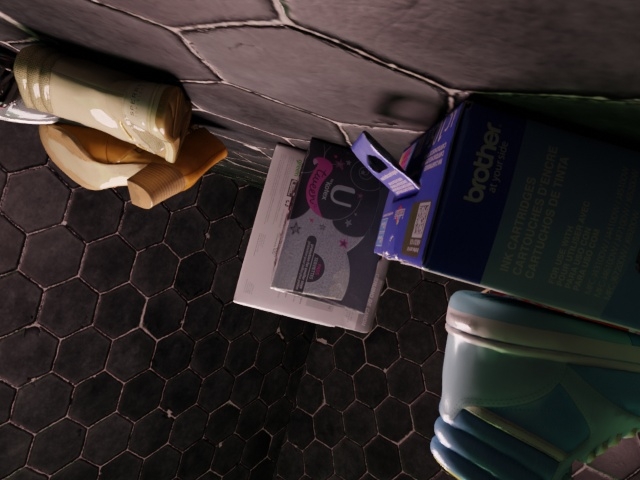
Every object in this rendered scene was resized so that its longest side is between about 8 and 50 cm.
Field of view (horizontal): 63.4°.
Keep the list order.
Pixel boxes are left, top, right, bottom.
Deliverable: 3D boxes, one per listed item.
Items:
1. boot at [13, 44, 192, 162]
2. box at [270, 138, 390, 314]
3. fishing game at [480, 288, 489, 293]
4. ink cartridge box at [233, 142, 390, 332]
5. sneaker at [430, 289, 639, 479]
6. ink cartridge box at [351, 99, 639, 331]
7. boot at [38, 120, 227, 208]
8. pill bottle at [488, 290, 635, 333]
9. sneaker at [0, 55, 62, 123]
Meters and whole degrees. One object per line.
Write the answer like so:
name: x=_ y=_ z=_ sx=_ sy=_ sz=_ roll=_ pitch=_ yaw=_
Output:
boot: x=-0.300 y=-0.191 z=0.753 sx=0.203 sy=0.095 sz=0.262 roll=15 pitch=180 yaw=-10
box: x=0.021 y=-0.023 z=0.870 sx=0.163 sy=0.247 sz=0.142 roll=16 pitch=179 yaw=-4
fishing game: x=0.551 y=0.092 z=1.342 sx=0.264 sy=0.041 sz=0.189 roll=-19 pitch=166 yaw=-10
ink cartridge box: x=0.000 y=0.000 z=1.032 sx=0.272 sy=0.309 sz=0.130 roll=16 pitch=-179 yaw=-6
sneaker: x=0.240 y=0.178 z=0.499 sx=0.319 sy=0.208 sz=0.127 roll=15 pitch=179 yaw=-16
ink cartridge box: x=0.217 y=-0.011 z=0.537 sx=0.395 sy=0.151 sz=0.270 roll=14 pitch=-179 yaw=-3
boot: x=-0.341 y=-0.175 z=0.963 sx=0.295 sy=0.104 sz=0.211 roll=27 pitch=-135 yaw=15
pill bottle: x=0.552 y=0.181 z=1.191 sx=0.408 sy=0.229 sz=0.229 roll=-18 pitch=-169 yaw=-15
sneaker: x=-0.506 y=-0.242 z=0.755 sx=0.295 sy=0.124 sz=0.178 roll=16 pitch=-170 yaw=-41
